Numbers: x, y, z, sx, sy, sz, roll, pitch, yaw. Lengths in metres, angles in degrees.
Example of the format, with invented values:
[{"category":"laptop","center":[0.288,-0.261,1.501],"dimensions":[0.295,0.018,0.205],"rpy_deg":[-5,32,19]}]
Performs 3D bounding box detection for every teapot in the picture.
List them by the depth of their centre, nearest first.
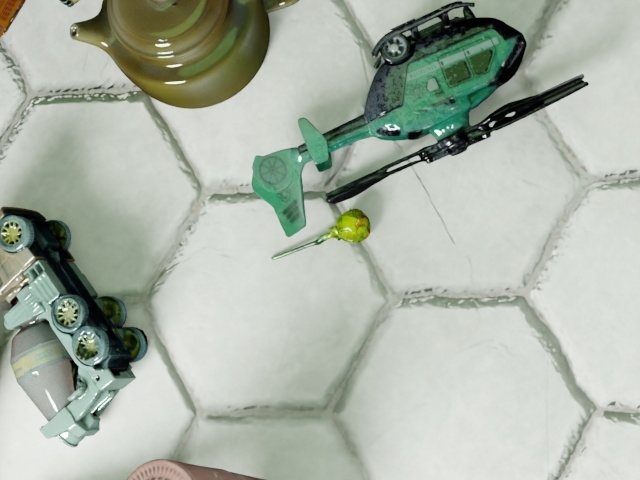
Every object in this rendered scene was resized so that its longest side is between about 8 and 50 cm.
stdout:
[{"category":"teapot","center":[-0.149,-0.260,1.840],"dimensions":[0.267,0.175,0.186],"rpy_deg":[-16,76,8]}]

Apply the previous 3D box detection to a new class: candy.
[{"category":"candy","center":[0.000,0.000,1.824],"dimensions":[0.123,0.035,0.035],"rpy_deg":[-23,63,15]}]

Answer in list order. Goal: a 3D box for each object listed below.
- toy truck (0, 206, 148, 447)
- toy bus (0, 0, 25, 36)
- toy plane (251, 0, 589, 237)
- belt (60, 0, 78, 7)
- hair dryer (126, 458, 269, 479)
[{"category":"toy truck","center":[-0.306,0.095,1.828],"dimensions":[0.140,0.108,0.257],"rpy_deg":[-41,75,15]},{"category":"toy bus","center":[-0.462,-0.367,1.903],"dimensions":[0.409,0.092,0.093],"rpy_deg":[43,108,40]},{"category":"toy plane","center":[0.093,-0.147,1.803],"dimensions":[0.381,0.106,0.155],"rpy_deg":[-25,85,0]},{"category":"belt","center":[-0.323,-0.405,1.895],"dimensions":[0.150,0.207,0.257],"rpy_deg":[-35,78,0]},{"category":"hair dryer","center":[-0.192,0.309,1.733],"dimensions":[0.352,0.210,0.125],"rpy_deg":[-7,72,36]}]
